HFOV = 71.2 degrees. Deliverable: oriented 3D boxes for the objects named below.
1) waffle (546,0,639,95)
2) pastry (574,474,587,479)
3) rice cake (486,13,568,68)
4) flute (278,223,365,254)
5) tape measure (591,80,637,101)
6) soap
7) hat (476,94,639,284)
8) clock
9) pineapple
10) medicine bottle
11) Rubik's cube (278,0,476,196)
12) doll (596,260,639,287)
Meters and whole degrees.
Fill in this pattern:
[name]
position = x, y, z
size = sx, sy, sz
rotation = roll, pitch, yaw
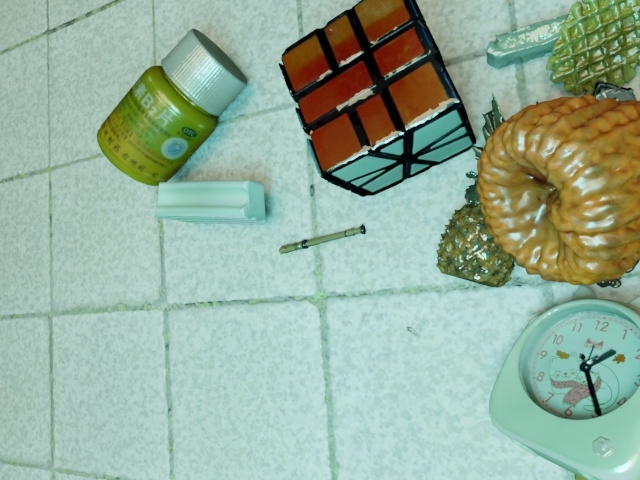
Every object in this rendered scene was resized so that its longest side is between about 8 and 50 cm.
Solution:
[waffle]
position = 0.524, -0.360, 0.830
size = 0.169, 0.036, 0.184
rotation = 20, 124, 7
[pastry]
position = 0.578, 0.426, 0.716
size = 0.284, 0.184, 0.316
rotation = -47, 70, 16
[rice cake]
position = 0.499, -0.413, 0.874
size = 0.336, 0.066, 0.063
rotation = -7, 80, 25
[flute]
position = 0.000, 0.000, 1.095
size = 0.232, 0.027, 0.027
rotation = -15, 81, 24
[tape measure]
position = 0.540, -0.249, 0.840
size = 0.094, 0.054, 0.091
rotation = 32, 120, 5
[soap]
position = -0.264, -0.096, 1.141
size = 0.289, 0.172, 0.095
rotation = 2, 87, 25
[hat]
position = 0.468, -0.114, 0.693
size = 0.400, 0.285, 0.285
rotation = -26, 74, -10
[clock]
position = 0.459, 0.227, 0.758
size = 0.324, 0.108, 0.265
rotation = -58, 22, -14
[pineapple]
position = 0.348, -0.090, 0.876
size = 0.165, 0.165, 0.365
rotation = 20, 93, 24
[medicine bottle]
position = -0.389, -0.345, 1.189
size = 0.384, 0.224, 0.224
rotation = -41, 71, 15
[Rubik's cube]
position = 0.124, -0.283, 0.918
size = 0.293, 0.288, 0.284
rotation = -22, 79, 20
[doll]
position = 0.522, 0.006, 0.843
size = 0.139, 0.057, 0.165
rotation = 2, 92, 22
